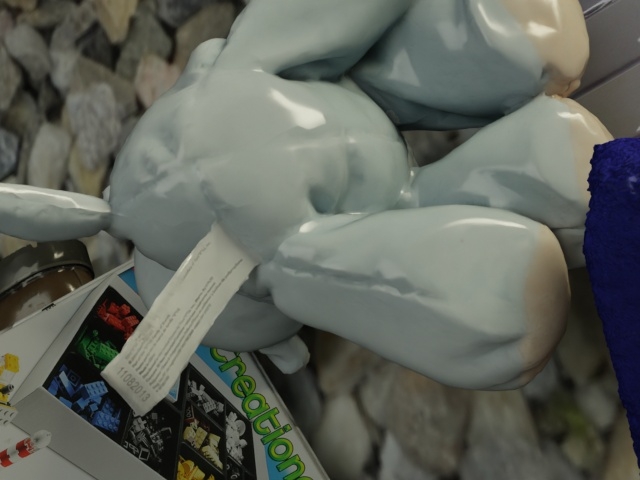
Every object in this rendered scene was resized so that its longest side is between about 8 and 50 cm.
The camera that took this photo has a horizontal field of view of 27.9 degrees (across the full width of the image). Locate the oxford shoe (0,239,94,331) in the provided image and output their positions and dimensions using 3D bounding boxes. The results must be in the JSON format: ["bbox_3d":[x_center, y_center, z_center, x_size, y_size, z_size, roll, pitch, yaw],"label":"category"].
[{"bbox_3d":[-0.234,0.098,0.864,0.227,0.083,0.096,-38,64,22],"label":"oxford shoe"}]

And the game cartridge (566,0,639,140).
[{"bbox_3d":[0.273,-0.100,0.586,0.355,0.068,0.230,-29,67,25],"label":"game cartridge"}]

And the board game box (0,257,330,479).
[{"bbox_3d":[-0.092,0.159,0.717,0.193,0.053,0.305,-29,58,-8],"label":"board game box"}]

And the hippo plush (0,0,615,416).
[{"bbox_3d":[0.000,0.000,0.645,0.234,0.236,0.294,42,69,6],"label":"hippo plush"}]

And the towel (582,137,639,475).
[{"bbox_3d":[0.263,0.053,0.474,0.308,0.076,0.227,1,120,36],"label":"towel"}]
